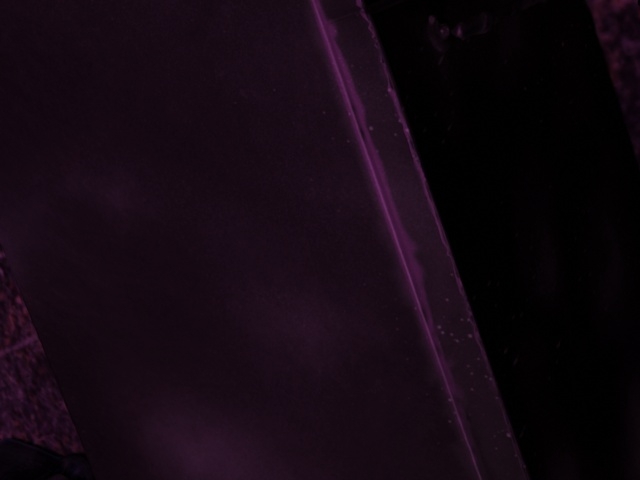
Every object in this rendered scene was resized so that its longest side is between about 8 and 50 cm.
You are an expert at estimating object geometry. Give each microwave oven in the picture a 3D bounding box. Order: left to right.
[{"bbox_3d":[0.000,0.000,0.803,0.374,0.236,0.432,-12,103,36],"label":"microwave oven"}]

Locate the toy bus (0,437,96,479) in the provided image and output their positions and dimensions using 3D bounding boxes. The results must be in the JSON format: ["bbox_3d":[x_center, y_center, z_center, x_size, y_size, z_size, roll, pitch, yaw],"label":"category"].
[{"bbox_3d":[-0.191,0.278,1.137,0.297,0.106,0.131,19,121,28],"label":"toy bus"}]

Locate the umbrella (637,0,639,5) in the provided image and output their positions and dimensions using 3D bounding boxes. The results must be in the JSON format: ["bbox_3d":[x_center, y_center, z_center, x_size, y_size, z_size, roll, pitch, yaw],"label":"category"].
[{"bbox_3d":[0.225,-0.195,0.690,0.046,0.050,0.188,25,124,-2],"label":"umbrella"}]
